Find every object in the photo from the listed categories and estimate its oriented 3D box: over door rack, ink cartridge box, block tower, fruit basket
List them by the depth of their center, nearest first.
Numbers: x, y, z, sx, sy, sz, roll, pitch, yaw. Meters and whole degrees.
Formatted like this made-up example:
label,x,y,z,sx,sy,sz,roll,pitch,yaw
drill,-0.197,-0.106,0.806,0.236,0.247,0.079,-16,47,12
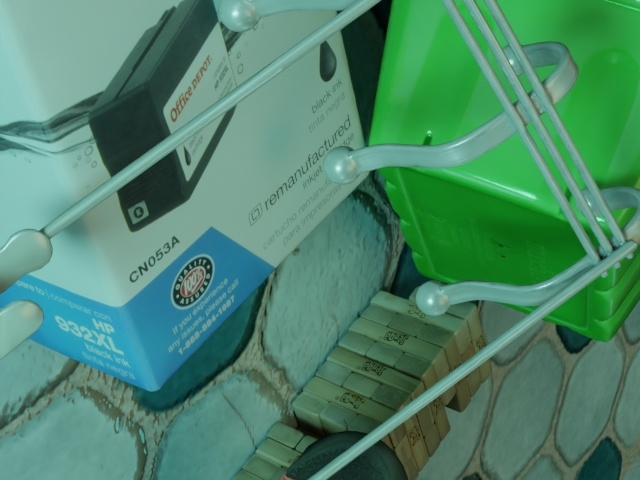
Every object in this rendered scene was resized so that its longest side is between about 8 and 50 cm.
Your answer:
label,x,y,z,sx,sy,sz,roll,pitch,yaw
over door rack,0.000,0.000,0.706,0.324,0.108,0.239,-42,122,-10
ink cartridge box,-0.105,-0.109,0.751,0.223,0.129,0.307,-45,139,-32
fruit basket,0.180,-0.154,0.997,0.392,0.283,0.392,-58,160,-35
block tower,0.011,0.185,1.093,0.335,0.091,0.097,-49,140,-29

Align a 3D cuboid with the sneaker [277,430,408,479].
label,x,y,z,sx,sy,sz,roll,pitch,yaw
sneaker,0.007,0.258,0.969,0.136,0.116,0.313,-30,136,-57
